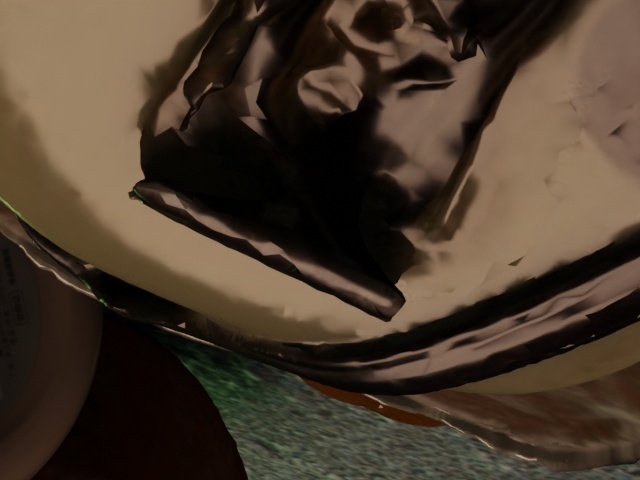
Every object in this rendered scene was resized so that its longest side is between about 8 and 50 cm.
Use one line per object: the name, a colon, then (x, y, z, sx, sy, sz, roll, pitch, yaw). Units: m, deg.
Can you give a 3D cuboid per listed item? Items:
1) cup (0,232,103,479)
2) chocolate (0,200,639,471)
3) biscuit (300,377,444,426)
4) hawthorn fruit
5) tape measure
cup: (-0.208, 0.065, 0.714, 0.191, 0.253, 0.200, 22, 161, -28)
chocolate: (0.018, -0.009, 0.600, 0.254, 0.080, 0.157, 23, 156, -12)
biscuit: (0.001, -0.003, 0.738, 0.186, 0.044, 0.295, -9, 143, 39)
hawthorn fruit: (-0.149, 0.140, 0.942, 0.231, 0.235, 0.263, 28, -163, 23)
tape measure: (0.046, -0.057, 0.406, 0.271, 0.133, 0.231, 18, 125, -5)
